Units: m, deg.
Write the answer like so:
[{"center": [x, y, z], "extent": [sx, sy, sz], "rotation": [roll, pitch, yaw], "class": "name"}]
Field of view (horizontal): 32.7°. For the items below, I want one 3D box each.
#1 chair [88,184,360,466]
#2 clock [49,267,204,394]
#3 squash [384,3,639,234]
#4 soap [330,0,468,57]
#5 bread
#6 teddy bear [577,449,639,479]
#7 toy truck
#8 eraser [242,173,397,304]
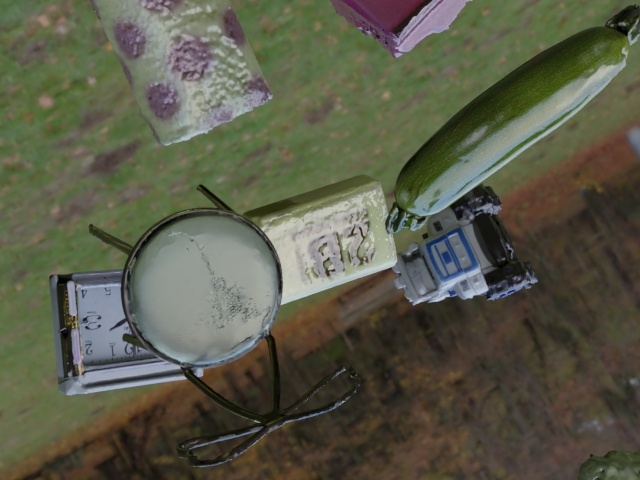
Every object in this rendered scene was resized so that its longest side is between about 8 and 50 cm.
[{"center": [-0.100, 0.054, 0.973], "extent": [0.159, 0.170, 0.325], "rotation": [-20, -165, -15], "class": "chair"}, {"center": [-0.302, 0.135, 1.712], "extent": [0.253, 0.187, 0.083], "rotation": [-3, 176, -36], "class": "clock"}, {"center": [0.175, -0.114, 1.022], "extent": [0.318, 0.071, 0.080], "rotation": [-39, -166, 11], "class": "squash"}, {"center": [0.150, -0.434, 1.542], "extent": [0.325, 0.220, 0.127], "rotation": [-45, 168, -5], "class": "soap"}, {"center": [-0.216, -0.319, 1.558], "extent": [0.187, 0.338, 0.155], "rotation": [-31, -164, -23], "class": "bread"}, {"center": [0.399, 0.206, 1.133], "extent": [0.327, 0.362, 0.375], "rotation": [-14, 160, -19], "class": "teddy bear"}, {"center": [0.189, 0.024, 1.521], "extent": [0.177, 0.161, 0.213], "rotation": [-26, 173, 15], "class": "toy truck"}, {"center": [0.000, 0.000, 1.322], "extent": [0.172, 0.117, 0.058], "rotation": [-18, -161, -15], "class": "eraser"}]
